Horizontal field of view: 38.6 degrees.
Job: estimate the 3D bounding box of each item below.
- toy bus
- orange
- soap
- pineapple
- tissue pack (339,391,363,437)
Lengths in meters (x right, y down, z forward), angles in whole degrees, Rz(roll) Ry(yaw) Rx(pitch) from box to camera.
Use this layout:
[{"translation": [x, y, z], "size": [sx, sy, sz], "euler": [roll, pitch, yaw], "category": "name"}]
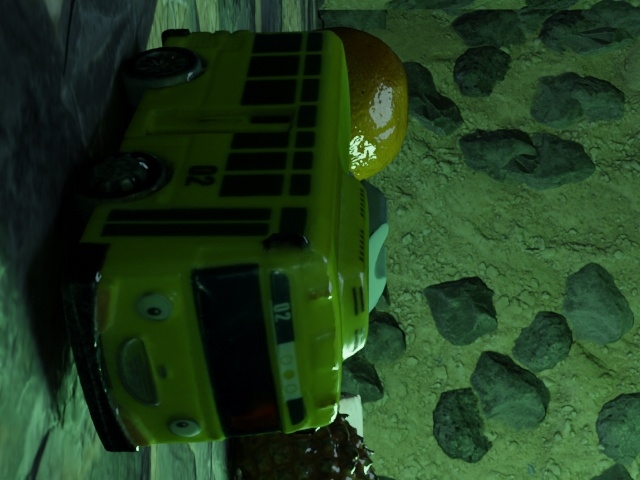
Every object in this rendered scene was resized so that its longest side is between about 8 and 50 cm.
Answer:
[{"translation": [-0.047, -0.015, 0.521], "size": [0.262, 0.150, 0.128], "euler": [-87, 175, -53], "category": "toy bus"}, {"translation": [0.031, -0.218, 1.499], "size": [0.264, 0.264, 0.264], "euler": [0, 90, -88], "category": "orange"}, {"translation": [0.000, 0.000, 1.295], "size": [0.324, 0.192, 0.109], "euler": [-85, 174, -66], "category": "soap"}, {"translation": [-0.007, 0.280, 1.096], "size": [0.193, 0.166, 0.166], "euler": [50, -18, 26], "category": "pineapple"}, {"translation": [-0.012, 0.385, 1.483], "size": [0.201, 0.124, 0.271], "euler": [16, 75, -68], "category": "tissue pack"}]
